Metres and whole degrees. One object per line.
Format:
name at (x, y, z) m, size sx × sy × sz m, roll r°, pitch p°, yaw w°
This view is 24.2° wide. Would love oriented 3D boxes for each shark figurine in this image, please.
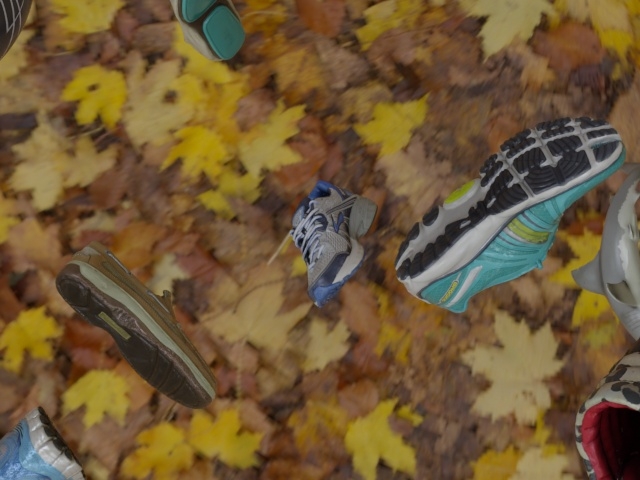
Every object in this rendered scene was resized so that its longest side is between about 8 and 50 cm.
shark figurine at (0.378, 0.011, 1.930) m, size 0.116 × 0.166 × 0.278 m, roll -17°, pitch 67°, yaw 45°

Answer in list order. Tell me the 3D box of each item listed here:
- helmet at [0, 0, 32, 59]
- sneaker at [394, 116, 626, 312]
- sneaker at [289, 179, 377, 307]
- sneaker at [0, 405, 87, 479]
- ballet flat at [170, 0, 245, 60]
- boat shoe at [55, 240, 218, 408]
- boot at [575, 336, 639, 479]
helmet at (-0.249, -0.166, 0.863) m, size 0.161 × 0.169 × 0.169 m, roll -8°, pitch 100°, yaw -8°
sneaker at (0.202, -0.025, 1.527) m, size 0.275 × 0.107 × 0.110 m, roll -38°, pitch 124°, yaw 24°
sneaker at (0.000, 0.000, 1.114) m, size 0.058 × 0.135 × 0.052 m, roll 35°, pitch 119°, yaw -11°
sneaker at (-0.204, 0.154, 1.004) m, size 0.073 × 0.162 × 0.063 m, roll -35°, pitch 82°, yaw -13°
ballet flat at (-0.150, -0.291, 1.771) m, size 0.086 × 0.248 × 0.086 m, roll -2°, pitch 69°, yaw 4°
boat shoe at (-0.159, 0.075, 1.408) m, size 0.190 × 0.072 × 0.068 m, roll 48°, pitch 138°, yaw -13°
boot at (0.205, 0.101, 0.694) m, size 0.085 × 0.178 × 0.236 m, roll -5°, pitch 122°, yaw 43°
